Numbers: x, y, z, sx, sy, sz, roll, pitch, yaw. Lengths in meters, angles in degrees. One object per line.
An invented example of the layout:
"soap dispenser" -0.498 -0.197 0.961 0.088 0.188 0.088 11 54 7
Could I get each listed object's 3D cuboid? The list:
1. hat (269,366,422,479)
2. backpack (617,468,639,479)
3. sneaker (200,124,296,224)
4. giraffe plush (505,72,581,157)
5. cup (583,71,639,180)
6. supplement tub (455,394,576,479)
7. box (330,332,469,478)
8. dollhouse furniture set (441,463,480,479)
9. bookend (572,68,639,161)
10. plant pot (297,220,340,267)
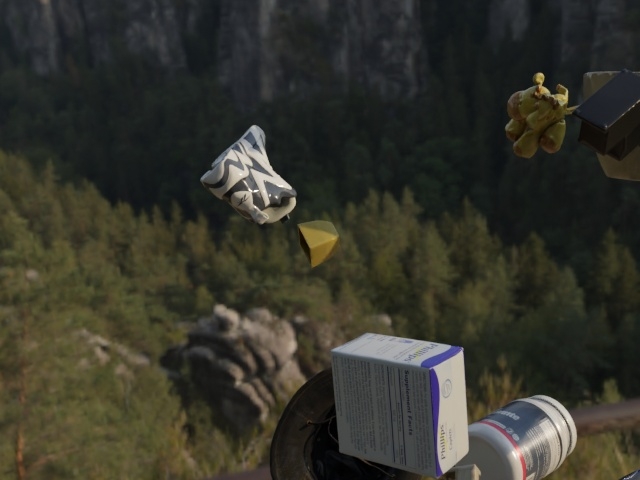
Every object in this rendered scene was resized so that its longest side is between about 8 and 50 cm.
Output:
"hat" 0.060 0.415 1.723 0.331 0.331 0.134 -4 -14 3
"backpack" 0.705 0.618 1.931 0.158 0.117 0.173 -16 67 -33
"sneaker" -0.104 -0.098 1.466 0.094 0.153 0.235 -40 11 15
"giraffe plush" 0.539 -0.321 2.167 0.210 0.181 0.170 -29 -26 28
"cup" 0.764 -0.256 2.007 0.331 0.237 0.331 5 8 -1
"supplement tub" 0.469 0.495 2.085 0.272 0.191 0.191 -16 22 -40
"box" 0.088 0.179 0.965 0.137 0.126 0.072 5 15 40
"dollhouse furniture set" 0.307 0.536 1.636 0.129 0.129 0.184 -15 44 24
"bookend" 0.536 -0.207 1.606 0.156 0.157 0.072 -39 56 -21
"plant pot" 0.000 0.000 2.059 0.083 0.081 0.081 -20 54 -11
